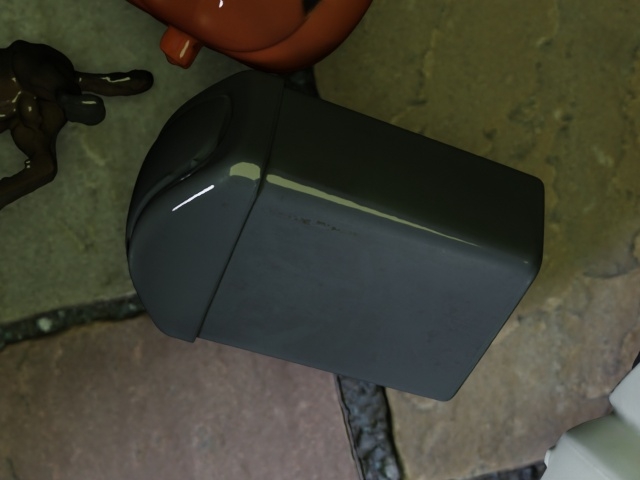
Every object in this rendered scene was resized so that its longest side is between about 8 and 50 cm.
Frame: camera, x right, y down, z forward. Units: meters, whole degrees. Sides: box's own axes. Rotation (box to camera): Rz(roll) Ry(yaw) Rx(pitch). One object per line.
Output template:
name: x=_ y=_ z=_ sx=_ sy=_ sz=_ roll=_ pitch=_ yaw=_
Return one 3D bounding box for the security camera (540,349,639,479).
security camera: x=0.268 y=0.125 z=0.926 sx=0.194 sy=0.194 sz=0.236 roll=37 pitch=93 yaw=-6

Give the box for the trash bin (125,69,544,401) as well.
trash bin: x=0.000 y=0.000 z=0.909 sx=0.236 sy=0.101 sz=0.177 roll=17 pitch=135 yaw=-9

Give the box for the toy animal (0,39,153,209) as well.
toy animal: x=-0.219 y=-0.090 z=0.913 sx=0.232 sy=0.148 sz=0.084 roll=-5 pitch=132 yaw=-7

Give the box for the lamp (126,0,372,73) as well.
lamp: x=-0.052 y=-0.179 z=0.888 sx=0.187 sy=0.187 sz=0.164 roll=26 pitch=93 yaw=-6
